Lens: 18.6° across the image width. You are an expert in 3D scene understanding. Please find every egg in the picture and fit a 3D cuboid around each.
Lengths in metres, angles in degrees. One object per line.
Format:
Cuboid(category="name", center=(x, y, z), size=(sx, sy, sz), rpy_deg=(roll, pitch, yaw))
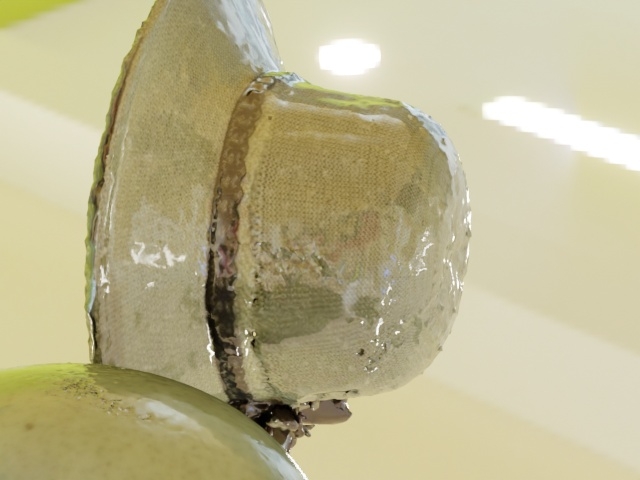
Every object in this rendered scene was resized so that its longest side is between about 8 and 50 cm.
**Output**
Cuboid(category="egg", center=(-0.105, 0.132, 0.755), size=(0.236, 0.169, 0.169), rpy_deg=(-9, -158, 30))

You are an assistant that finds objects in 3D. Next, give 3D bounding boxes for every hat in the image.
Cuboid(category="hat", center=(0.000, 0.000, 0.902), size=(0.130, 0.257, 0.257), rpy_deg=(6, -151, 17))
